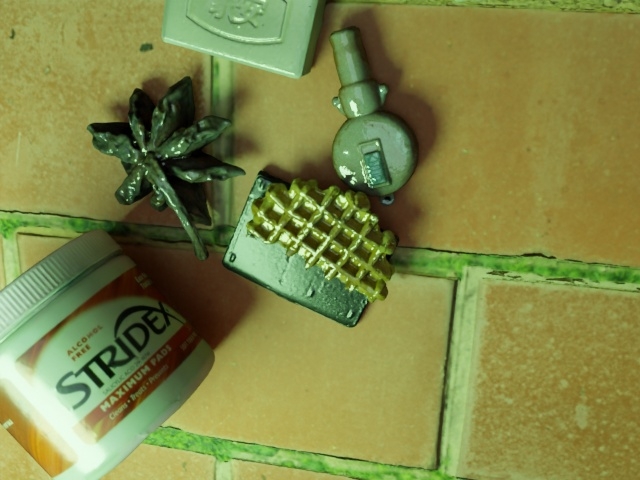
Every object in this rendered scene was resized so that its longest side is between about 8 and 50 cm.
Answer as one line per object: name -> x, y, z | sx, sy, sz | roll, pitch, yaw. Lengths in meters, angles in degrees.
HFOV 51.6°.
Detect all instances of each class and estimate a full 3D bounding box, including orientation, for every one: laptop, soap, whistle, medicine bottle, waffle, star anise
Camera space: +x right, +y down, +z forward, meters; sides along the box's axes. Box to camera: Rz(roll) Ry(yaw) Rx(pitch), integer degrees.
laptop -> -0.019, 0.017, 0.881 | 0.207, 0.026, 0.154 | 26, 109, 3
soap -> -0.089, -0.276, 0.789 | 0.183, 0.064, 0.122 | 17, 112, 7
whistle -> 0.056, -0.146, 0.802 | 0.107, 0.057, 0.220 | -11, 102, 16
medicine bottle -> -0.303, 0.152, 0.862 | 0.252, 0.252, 0.241 | -40, 95, 20
waffle -> 0.000, 0.000, 0.836 | 0.191, 0.046, 0.161 | 2, 117, 15
star anise -> -0.196, -0.093, 0.853 | 0.231, 0.089, 0.209 | 49, 118, 7
